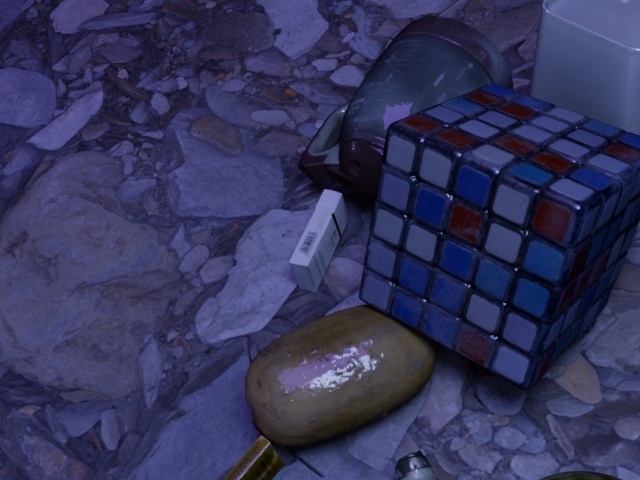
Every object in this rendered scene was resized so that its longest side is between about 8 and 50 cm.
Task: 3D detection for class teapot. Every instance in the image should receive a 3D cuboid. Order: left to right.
[{"bbox_3d":[0.120,-0.195,1.409,0.315,0.233,0.312,6,47,46],"label":"teapot"}]

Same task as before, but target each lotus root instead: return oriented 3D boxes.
[{"bbox_3d":[0.051,0.180,1.209,0.342,0.151,0.169,-23,50,-8],"label":"lotus root"}]

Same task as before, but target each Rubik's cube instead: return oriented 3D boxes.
[{"bbox_3d":[0.261,-0.022,1.162,0.293,0.287,0.292,29,36,31],"label":"Rubik's cube"}]

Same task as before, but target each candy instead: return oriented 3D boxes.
[{"bbox_3d":[-0.041,0.309,1.220,0.123,0.035,0.035,37,74,23],"label":"candy"}]

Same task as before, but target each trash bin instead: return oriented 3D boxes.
[{"bbox_3d":[0.437,-0.247,1.280,0.256,0.368,0.296,-41,56,-15],"label":"trash bin"}]

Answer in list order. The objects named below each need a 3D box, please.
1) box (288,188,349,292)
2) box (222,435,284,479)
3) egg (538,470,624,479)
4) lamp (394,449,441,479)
[{"bbox_3d":[0.001,0.000,1.390,0.040,0.084,0.154,12,59,23],"label":"box"},{"bbox_3d":[-0.117,0.355,1.167,0.022,0.089,0.156,29,65,32],"label":"box"},{"bbox_3d":[0.324,0.401,0.937,0.289,0.238,0.238,42,72,13],"label":"egg"},{"bbox_3d":[0.154,0.396,1.067,0.101,0.101,0.250,-20,61,-1],"label":"lamp"}]
